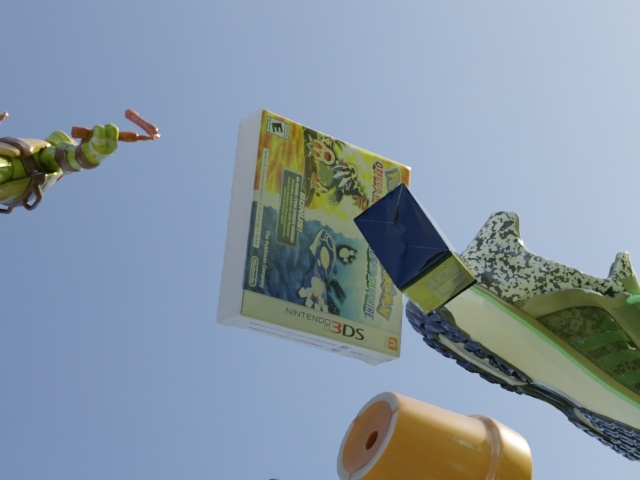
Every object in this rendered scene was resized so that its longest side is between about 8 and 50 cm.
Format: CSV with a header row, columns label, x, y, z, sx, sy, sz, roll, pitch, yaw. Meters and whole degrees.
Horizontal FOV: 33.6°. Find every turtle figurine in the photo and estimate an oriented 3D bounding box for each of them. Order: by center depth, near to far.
label,x,y,z,sx,sy,sz,roll,pitch,yaw
turtle figurine,-0.293,-0.065,0.940,0.217,0.269,0.087,-18,-71,-54

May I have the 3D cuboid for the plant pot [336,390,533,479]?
label,x,y,z,sx,sy,sz,roll,pitch,yaw
plant pot,0.131,0.291,1.345,0.188,0.205,0.205,32,-98,-17

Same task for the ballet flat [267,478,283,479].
label,x,y,z,sx,sy,sz,roll,pitch,yaw
ballet flat,0.016,0.264,0.778,0.074,0.203,0.074,-48,-15,-17

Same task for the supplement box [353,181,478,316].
label,x,y,z,sx,sy,sz,roll,pitch,yaw
supplement box,0.084,0.009,0.928,0.056,0.083,0.083,-36,-31,8

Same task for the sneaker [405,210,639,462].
label,x,y,z,sx,sy,sz,roll,pitch,yaw
sneaker,0.299,0.100,1.051,0.182,0.410,0.158,-60,-4,-12

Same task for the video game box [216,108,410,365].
label,x,y,z,sx,sy,sz,roll,pitch,yaw
video game box,0.000,0.000,1.011,0.187,0.048,0.205,19,-114,-35
